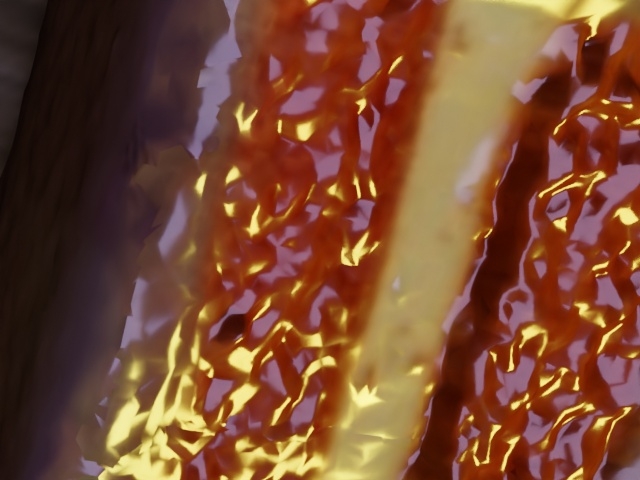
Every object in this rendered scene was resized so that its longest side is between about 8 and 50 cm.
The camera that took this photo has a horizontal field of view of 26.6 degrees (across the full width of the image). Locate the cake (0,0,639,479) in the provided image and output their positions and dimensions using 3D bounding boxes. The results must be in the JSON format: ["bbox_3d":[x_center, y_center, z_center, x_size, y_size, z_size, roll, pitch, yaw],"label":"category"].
[{"bbox_3d":[0.000,0.000,0.500,0.237,0.230,0.308,11,108,-23],"label":"cake"}]
